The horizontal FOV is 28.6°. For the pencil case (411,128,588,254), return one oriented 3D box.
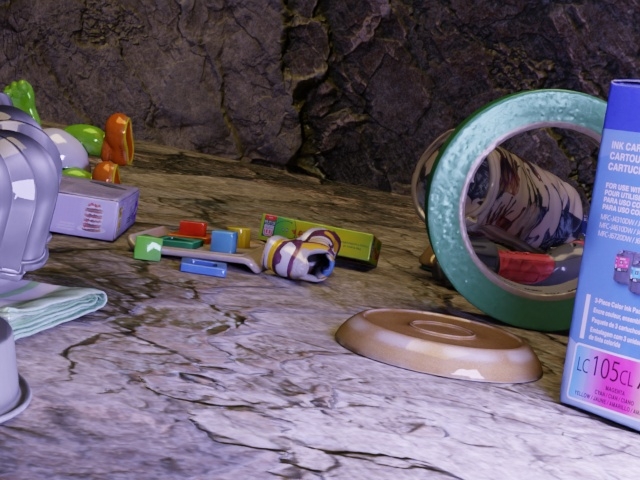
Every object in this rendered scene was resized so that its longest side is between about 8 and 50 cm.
[{"bbox_3d":[0.302,-0.059,2.084,0.160,0.183,0.410,-32,-25,24],"label":"pencil case"}]

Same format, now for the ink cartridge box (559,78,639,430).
[{"bbox_3d":[0.405,-0.013,1.275,0.270,0.395,0.151,3,9,-42],"label":"ink cartridge box"}]

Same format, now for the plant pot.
[{"bbox_3d":[0.134,0.112,1.404,0.236,0.032,0.236,9,6,-1],"label":"plant pot"}]

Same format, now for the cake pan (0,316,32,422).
[{"bbox_3d":[-0.360,0.078,0.930,0.293,0.054,0.293,9,7,-1],"label":"cake pan"}]

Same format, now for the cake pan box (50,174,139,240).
[{"bbox_3d":[-0.424,-0.064,1.923,0.266,0.070,0.246,9,5,-4],"label":"cake pan box"}]

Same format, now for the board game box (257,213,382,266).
[{"bbox_3d":[0.000,0.000,1.999,0.181,0.043,0.092,11,-5,12],"label":"board game box"}]

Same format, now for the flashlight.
[{"bbox_3d":[0.331,0.038,1.979,0.304,0.103,0.103,6,10,-32],"label":"flashlight"}]

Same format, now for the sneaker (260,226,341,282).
[{"bbox_3d":[-0.007,0.027,1.790,0.084,0.070,0.185,23,19,27],"label":"sneaker"}]

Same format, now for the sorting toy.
[{"bbox_3d":[-0.163,0.000,1.837,0.196,0.047,0.347,11,7,9],"label":"sorting toy"}]

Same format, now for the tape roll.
[{"bbox_3d":[0.301,-0.042,1.679,0.321,0.321,0.077,10,7,1],"label":"tape roll"}]

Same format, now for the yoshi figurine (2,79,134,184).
[{"bbox_3d":[-0.522,-0.175,2.195,0.362,0.203,0.203,7,13,5],"label":"yoshi figurine"}]

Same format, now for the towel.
[{"bbox_3d":[-0.408,0.038,1.251,0.324,0.038,0.248,11,6,10],"label":"towel"}]

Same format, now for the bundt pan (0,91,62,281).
[{"bbox_3d":[-0.406,-0.095,1.266,0.330,0.124,0.331,25,17,-8],"label":"bundt pan"}]

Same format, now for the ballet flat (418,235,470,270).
[{"bbox_3d":[0.237,0.012,2.167,0.080,0.073,0.232,15,9,28],"label":"ballet flat"}]
